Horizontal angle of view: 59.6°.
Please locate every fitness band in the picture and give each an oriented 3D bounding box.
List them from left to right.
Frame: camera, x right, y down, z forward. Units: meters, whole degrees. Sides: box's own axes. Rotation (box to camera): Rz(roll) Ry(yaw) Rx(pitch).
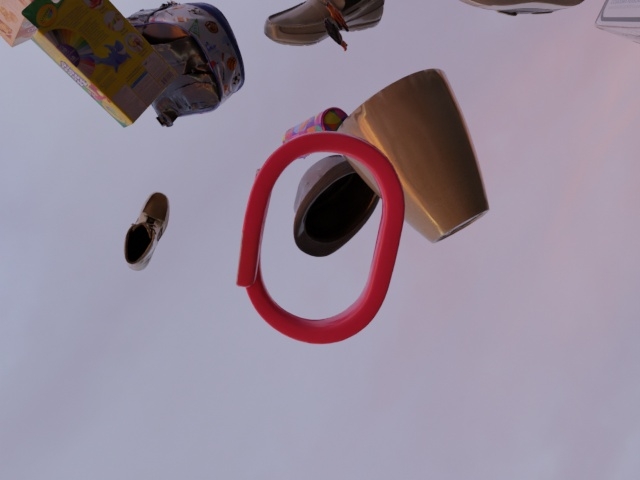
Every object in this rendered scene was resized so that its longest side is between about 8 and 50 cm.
[{"bbox_3d":[0.000,0.000,0.751,0.208,0.054,0.291,10,-76,-4],"label":"fitness band"}]

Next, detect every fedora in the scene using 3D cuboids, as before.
[{"bbox_3d":[0.021,-0.105,1.391,0.243,0.124,0.276,20,-67,-48],"label":"fedora"}]

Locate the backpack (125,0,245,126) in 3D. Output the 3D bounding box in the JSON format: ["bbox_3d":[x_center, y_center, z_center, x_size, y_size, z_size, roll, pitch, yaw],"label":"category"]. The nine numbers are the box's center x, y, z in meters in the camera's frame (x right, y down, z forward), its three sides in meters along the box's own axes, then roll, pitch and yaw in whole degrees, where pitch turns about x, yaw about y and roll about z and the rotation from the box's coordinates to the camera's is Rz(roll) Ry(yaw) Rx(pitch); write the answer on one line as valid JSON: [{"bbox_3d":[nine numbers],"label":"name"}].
[{"bbox_3d":[-0.296,-0.406,1.257,0.213,0.263,0.277,-51,-44,-26],"label":"backpack"}]

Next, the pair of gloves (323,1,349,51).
[{"bbox_3d":[0.031,-0.421,1.101,0.074,0.010,0.083,38,-132,-38],"label":"pair of gloves"}]

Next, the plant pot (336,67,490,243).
[{"bbox_3d":[0.204,-0.143,1.093,0.256,0.256,0.274,-23,-103,-31],"label":"plant pot"}]

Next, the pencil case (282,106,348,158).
[{"bbox_3d":[-0.013,-0.292,1.543,0.104,0.236,0.105,3,-95,-29],"label":"pencil case"}]

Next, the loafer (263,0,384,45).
[{"bbox_3d":[0.012,-0.529,1.280,0.319,0.112,0.112,-27,-32,-27],"label":"loafer"}]

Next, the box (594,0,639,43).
[{"bbox_3d":[0.285,-0.213,0.254,0.169,0.087,0.290,21,-69,-3],"label":"box"}]

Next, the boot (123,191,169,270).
[{"bbox_3d":[-0.430,-0.033,1.387,0.077,0.165,0.213,19,-102,-10],"label":"boot"}]

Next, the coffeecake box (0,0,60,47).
[{"bbox_3d":[-0.630,-0.533,1.240,0.068,0.185,0.142,47,-136,-13],"label":"coffeecake box"}]

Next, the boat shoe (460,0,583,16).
[{"bbox_3d":[0.255,-0.345,0.769,0.219,0.070,0.078,3,-87,-14],"label":"boat shoe"}]

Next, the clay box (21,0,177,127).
[{"bbox_3d":[-0.359,-0.311,0.914,0.222,0.053,0.128,47,-118,-28],"label":"clay box"}]
